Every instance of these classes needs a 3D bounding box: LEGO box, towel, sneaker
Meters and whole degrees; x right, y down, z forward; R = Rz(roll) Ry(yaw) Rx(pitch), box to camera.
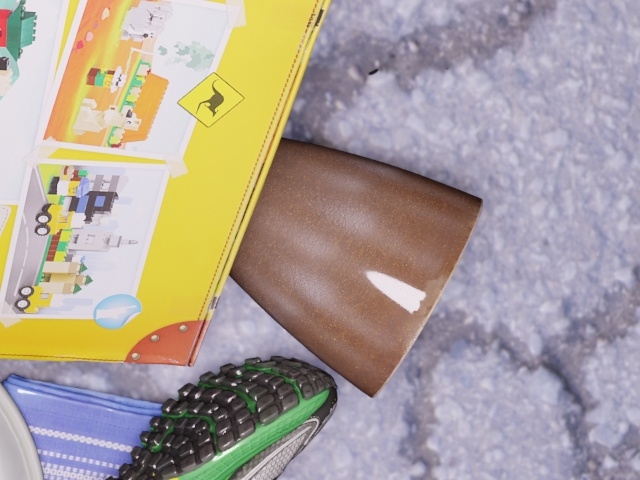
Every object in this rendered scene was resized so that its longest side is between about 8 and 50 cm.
[{"bbox_3d":[-0.226,-0.142,1.324,0.372,0.193,0.500,5,129,-24],"label":"LEGO box"},{"bbox_3d":[-0.225,0.311,1.584,0.243,0.040,0.336,14,89,-16],"label":"towel"},{"bbox_3d":[-0.115,0.243,1.542,0.343,0.134,0.146,-42,120,-7],"label":"sneaker"}]

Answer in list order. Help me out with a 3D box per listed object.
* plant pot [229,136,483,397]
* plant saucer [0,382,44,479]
[{"bbox_3d":[0.000,0.000,1.563,0.230,0.215,0.215,29,85,-2],"label":"plant pot"},{"bbox_3d":[-0.443,0.256,1.469,0.400,0.100,0.400,-1,93,-13],"label":"plant saucer"}]
